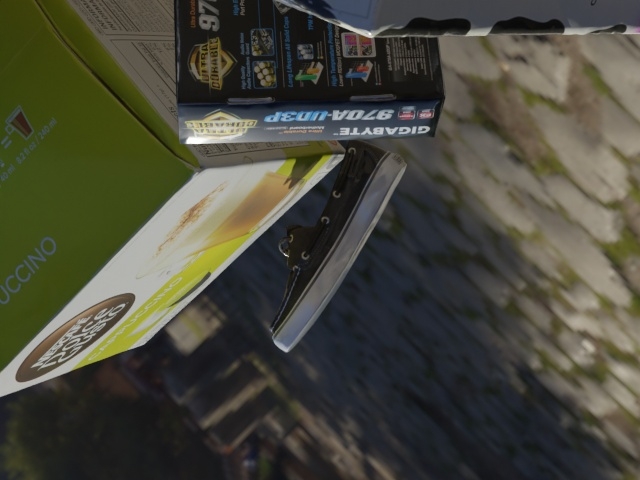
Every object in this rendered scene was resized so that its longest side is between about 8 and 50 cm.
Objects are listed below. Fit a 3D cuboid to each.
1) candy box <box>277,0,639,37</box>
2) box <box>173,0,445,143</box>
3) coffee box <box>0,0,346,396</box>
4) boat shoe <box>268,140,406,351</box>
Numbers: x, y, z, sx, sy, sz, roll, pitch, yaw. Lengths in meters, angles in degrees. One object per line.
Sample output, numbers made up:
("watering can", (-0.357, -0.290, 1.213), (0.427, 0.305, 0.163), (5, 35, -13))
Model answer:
("candy box", (0.080, -0.147, 0.419), (0.071, 0.159, 0.233), (26, -157, 36))
("box", (-0.013, -0.172, 0.947), (0.051, 0.175, 0.220), (98, 169, -62))
("coffee box", (-0.249, -0.094, 1.360), (0.338, 0.337, 0.334), (50, -159, 10))
("boat shoe", (0.000, 0.000, 1.397), (0.076, 0.228, 0.080), (31, -176, 7))
